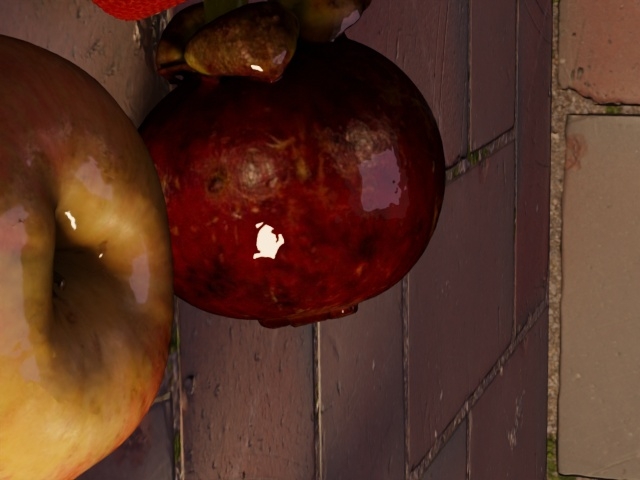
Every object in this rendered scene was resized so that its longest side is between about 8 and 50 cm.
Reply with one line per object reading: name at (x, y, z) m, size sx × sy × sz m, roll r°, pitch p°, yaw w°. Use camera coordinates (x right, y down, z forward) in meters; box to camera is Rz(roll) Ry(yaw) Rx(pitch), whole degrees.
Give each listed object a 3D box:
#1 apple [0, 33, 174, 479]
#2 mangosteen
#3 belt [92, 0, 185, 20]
apple at (-0.160, 0.009, 0.684) m, size 0.209 × 0.164 × 0.209 m, roll 7°, pitch 82°, yaw -61°
mangosteen at (-0.026, -0.073, 1.027) m, size 0.215 × 0.215 × 0.257 m, roll -23°, pitch 107°, yaw -71°
belt at (-0.092, -0.214, 0.936) m, size 0.128 × 0.124 × 0.201 m, roll 60°, pitch 27°, yaw -26°
